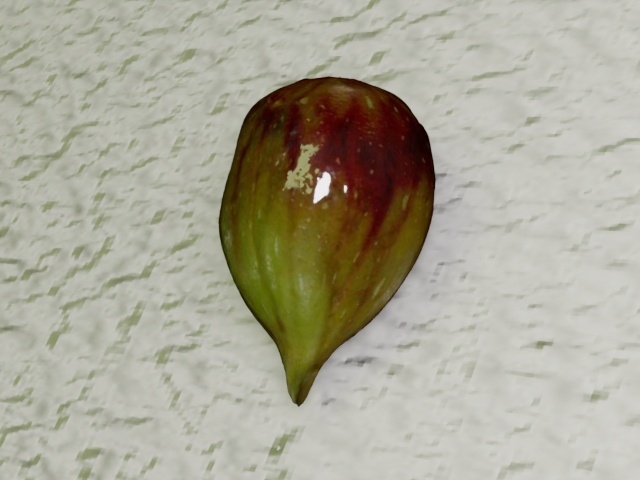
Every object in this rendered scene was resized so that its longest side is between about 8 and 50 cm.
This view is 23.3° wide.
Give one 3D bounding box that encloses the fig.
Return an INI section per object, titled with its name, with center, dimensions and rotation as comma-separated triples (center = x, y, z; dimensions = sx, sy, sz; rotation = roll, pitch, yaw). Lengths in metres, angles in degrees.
[fig]
center = 0.000, 0.000, 0.729
dimensions = 0.103, 0.109, 0.154
rotation = 7, 91, 20
